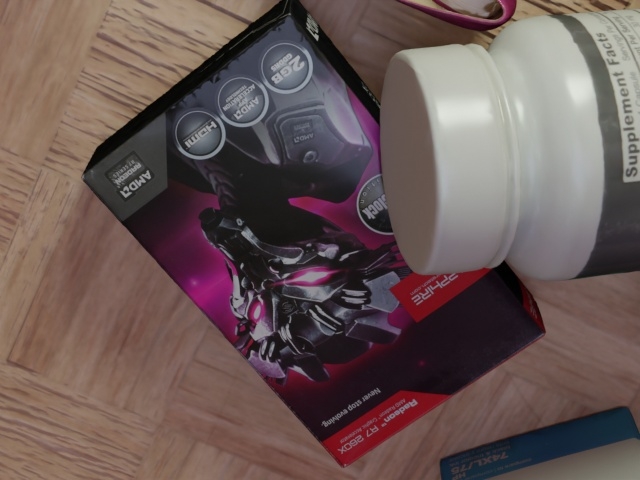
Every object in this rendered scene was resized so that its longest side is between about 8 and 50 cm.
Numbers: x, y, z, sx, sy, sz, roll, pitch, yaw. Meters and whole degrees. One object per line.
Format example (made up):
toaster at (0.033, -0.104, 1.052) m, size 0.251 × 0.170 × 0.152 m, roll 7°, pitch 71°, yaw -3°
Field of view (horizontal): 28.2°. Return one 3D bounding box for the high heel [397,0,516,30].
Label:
high heel at (0.040, -0.230, 1.011) m, size 0.244 × 0.117 × 0.082 m, roll 25°, pitch 111°, yaw -9°

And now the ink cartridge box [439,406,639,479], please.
ink cartridge box at (0.236, 0.322, 1.153) m, size 0.197 × 0.270 × 0.198 m, roll -17°, pitch 111°, yaw 8°

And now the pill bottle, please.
pill bottle at (0.240, -0.077, 0.990) m, size 0.361 × 0.204 × 0.204 m, roll -6°, pitch 113°, yaw -10°

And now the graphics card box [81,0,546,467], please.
graphics card box at (0.000, 0.000, 1.121) m, size 0.233 × 0.094 × 0.371 m, roll -35°, pitch 107°, yaw 14°
